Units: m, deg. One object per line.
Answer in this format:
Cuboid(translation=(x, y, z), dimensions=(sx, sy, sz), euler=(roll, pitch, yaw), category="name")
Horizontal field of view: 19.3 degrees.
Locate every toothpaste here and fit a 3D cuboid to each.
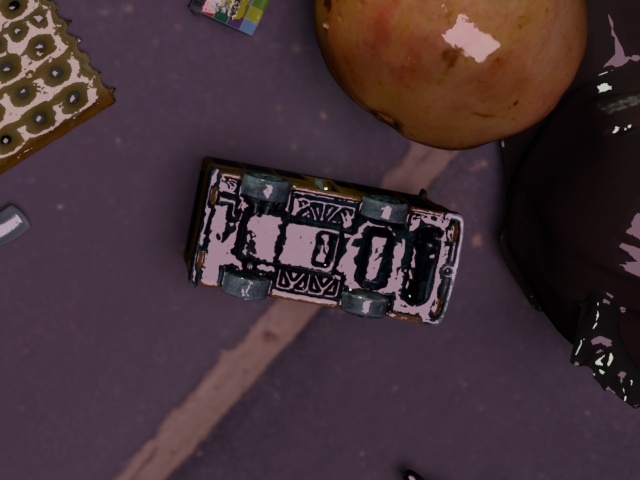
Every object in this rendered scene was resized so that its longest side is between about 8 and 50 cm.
Cuboid(translation=(-0.037, -0.223, 1.302), dimensions=(0.046, 0.034, 0.164), euler=(24, 94, -22), category="toothpaste")

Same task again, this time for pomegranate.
Cuboid(translation=(0.090, -0.157, 1.273), dimensions=(0.191, 0.191, 0.191), euler=(-3, 102, -14), category="pomegranate")

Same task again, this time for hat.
Cuboid(translation=(0.253, -0.037, 1.328), dimensions=(0.238, 0.209, 0.336), euler=(-16, 104, -8), category="hat")

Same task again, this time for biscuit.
Cuboid(translation=(-0.253, -0.156, 1.269), dimensions=(0.139, 0.016, 0.231), euler=(-33, 107, -5), category="biscuit")

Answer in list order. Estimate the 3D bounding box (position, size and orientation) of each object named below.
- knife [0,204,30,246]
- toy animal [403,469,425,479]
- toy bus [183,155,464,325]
Cuboid(translation=(-0.304, 0.011, 1.291), dimensions=(0.210, 0.015, 0.028), euler=(-15, 112, -11), category="knife")
Cuboid(translation=(0.057, 0.254, 1.393), dimensions=(0.202, 0.105, 0.070), euler=(-37, 144, -11), category="toy animal")
Cuboid(translation=(0.000, 0.000, 1.322), dimensions=(0.182, 0.103, 0.091), euler=(10, 99, -11), category="toy bus")
